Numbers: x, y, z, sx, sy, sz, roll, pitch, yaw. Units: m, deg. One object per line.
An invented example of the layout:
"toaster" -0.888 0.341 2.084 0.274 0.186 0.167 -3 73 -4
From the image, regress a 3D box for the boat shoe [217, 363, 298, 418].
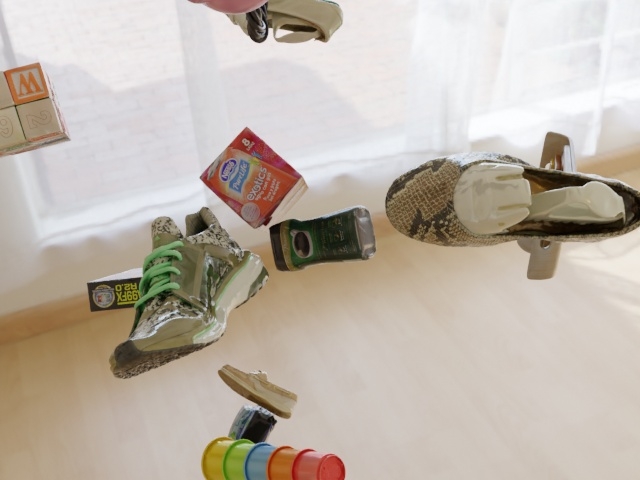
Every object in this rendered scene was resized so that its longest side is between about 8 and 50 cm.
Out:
"boat shoe" -0.121 0.288 1.648 0.170 0.063 0.059 32 63 0

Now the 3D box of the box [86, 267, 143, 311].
"box" -0.313 0.087 1.667 0.216 0.060 0.270 -6 3 6

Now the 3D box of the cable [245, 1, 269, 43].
"cable" -0.101 -0.377 1.205 0.047 0.185 0.150 -14 20 -4

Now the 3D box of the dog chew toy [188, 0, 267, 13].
"dog chew toy" -0.033 -0.374 0.918 0.206 0.207 0.332 27 63 39

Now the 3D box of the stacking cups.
"stacking cups" -0.079 0.398 1.467 0.316 0.096 0.096 -11 21 44

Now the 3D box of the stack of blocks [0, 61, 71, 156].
"stack of blocks" -0.481 -0.136 1.057 0.297 0.087 0.171 -17 6 -11

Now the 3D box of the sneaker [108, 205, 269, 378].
"sneaker" -0.219 0.062 1.218 0.158 0.182 0.410 -27 9 19

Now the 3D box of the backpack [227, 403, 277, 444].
"backpack" -0.141 0.389 1.733 0.084 0.105 0.114 27 -1 4

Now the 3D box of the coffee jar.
"coffee jar" 0.000 0.000 1.452 0.184 0.096 0.079 -9 1 28

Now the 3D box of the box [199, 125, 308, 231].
"box" -0.109 -0.100 1.466 0.123 0.128 0.257 -48 -2 0

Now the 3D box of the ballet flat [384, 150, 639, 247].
"ballet flat" 0.354 -0.069 1.400 0.482 0.164 0.182 2 -2 -23

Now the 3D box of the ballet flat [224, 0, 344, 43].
"ballet flat" -0.085 -0.377 1.407 0.248 0.086 0.086 12 36 18

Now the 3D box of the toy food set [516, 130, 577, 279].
"toy food set" 0.473 -0.081 1.766 0.092 0.220 0.306 8 29 10
